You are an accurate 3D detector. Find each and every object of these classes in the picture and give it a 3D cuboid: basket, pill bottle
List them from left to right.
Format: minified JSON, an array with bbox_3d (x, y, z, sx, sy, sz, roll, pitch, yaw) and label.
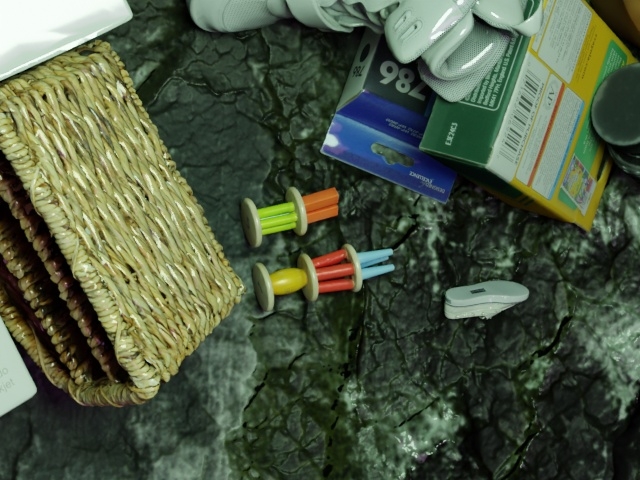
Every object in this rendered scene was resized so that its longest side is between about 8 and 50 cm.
[{"bbox_3d":[-0.249,0.004,1.373,0.213,0.223,0.299,-22,103,27],"label":"basket"},{"bbox_3d":[0.384,-0.107,1.631,0.219,0.123,0.122,27,85,-47],"label":"pill bottle"}]

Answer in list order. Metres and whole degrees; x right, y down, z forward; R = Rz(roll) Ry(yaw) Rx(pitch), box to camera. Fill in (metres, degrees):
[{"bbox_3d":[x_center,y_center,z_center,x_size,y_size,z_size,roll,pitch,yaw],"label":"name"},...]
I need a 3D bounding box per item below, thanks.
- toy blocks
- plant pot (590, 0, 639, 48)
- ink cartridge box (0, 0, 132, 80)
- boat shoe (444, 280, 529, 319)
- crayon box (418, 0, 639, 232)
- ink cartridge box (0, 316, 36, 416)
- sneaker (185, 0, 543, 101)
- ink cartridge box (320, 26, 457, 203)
[{"bbox_3d":[0.000,0.000,1.584,0.148,0.054,0.123,-12,99,-18],"label":"toy blocks"},{"bbox_3d":[0.417,-0.307,1.626,0.291,0.203,0.290,-1,95,-18],"label":"plant pot"},{"bbox_3d":[-0.320,-0.237,1.338,0.197,0.270,0.198,-28,103,-17],"label":"ink cartridge box"},{"bbox_3d":[0.182,0.069,1.667,0.100,0.035,0.035,-8,124,-22],"label":"boat shoe"},{"bbox_3d":[0.227,-0.141,1.574,0.323,0.083,0.203,23,85,-60],"label":"crayon box"},{"bbox_3d":[-0.476,0.031,1.325,0.285,0.166,0.395,-32,104,-33],"label":"ink cartridge box"},{"bbox_3d":[0.039,-0.227,1.430,0.366,0.137,0.210,-20,67,22],"label":"sneaker"},{"bbox_3d":[0.134,-0.217,1.610,0.165,0.065,0.332,20,89,-20],"label":"ink cartridge box"}]
